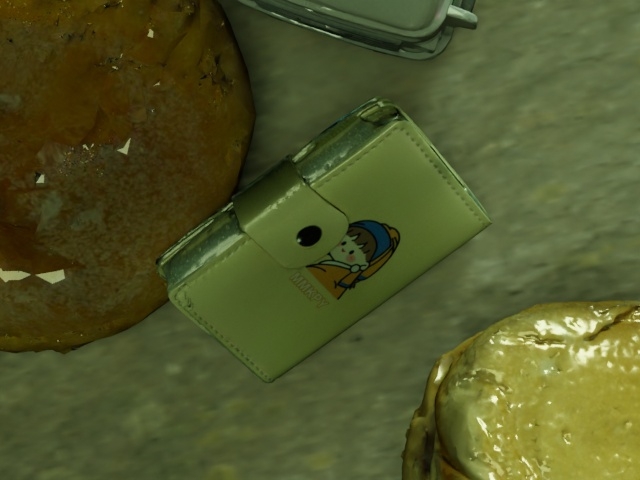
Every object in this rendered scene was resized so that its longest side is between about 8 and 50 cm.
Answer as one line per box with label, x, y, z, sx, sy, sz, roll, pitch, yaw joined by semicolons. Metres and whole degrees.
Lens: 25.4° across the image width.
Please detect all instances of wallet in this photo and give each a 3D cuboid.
wallet;0.000;0.000;0.750;0.155;0.039;0.110;-36;132;9

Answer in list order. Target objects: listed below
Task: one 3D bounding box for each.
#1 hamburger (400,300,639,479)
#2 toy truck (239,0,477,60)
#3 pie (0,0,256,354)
hamburger;0.140;0.133;0.693;0.214;0.108;0.213;4;73;-12
toy truck;0.055;-0.272;0.666;0.146;0.175;0.367;17;99;3
pie;-0.159;-0.048;0.726;0.273;0.069;0.273;-7;122;-12
